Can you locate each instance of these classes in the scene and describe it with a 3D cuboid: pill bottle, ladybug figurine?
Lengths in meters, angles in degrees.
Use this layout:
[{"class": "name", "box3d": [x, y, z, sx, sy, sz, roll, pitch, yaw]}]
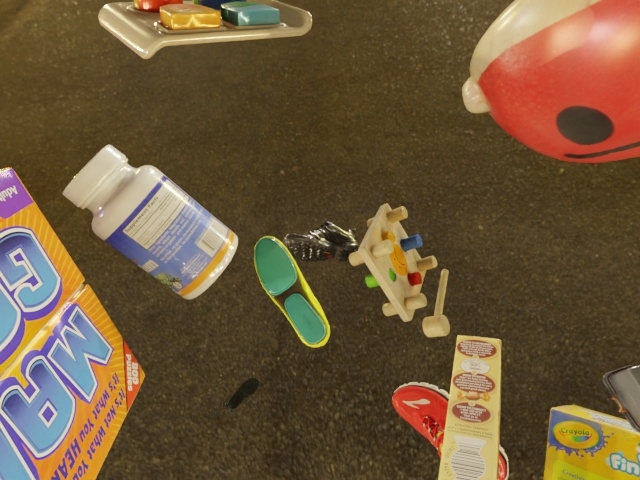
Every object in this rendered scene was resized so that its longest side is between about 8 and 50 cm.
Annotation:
[{"class": "pill bottle", "box3d": [-0.291, -0.032, 0.804, 0.152, 0.272, 0.152, -40, 23, 21]}, {"class": "ladybug figurine", "box3d": [0.364, -0.187, 0.422, 0.449, 0.305, 0.162, -15, 78, 25]}]

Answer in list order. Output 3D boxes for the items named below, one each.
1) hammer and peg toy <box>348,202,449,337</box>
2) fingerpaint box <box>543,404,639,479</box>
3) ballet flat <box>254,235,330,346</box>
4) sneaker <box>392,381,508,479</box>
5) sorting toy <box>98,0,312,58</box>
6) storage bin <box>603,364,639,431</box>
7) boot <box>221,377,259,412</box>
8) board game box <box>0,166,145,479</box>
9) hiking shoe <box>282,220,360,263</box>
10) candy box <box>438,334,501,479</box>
[{"class": "hammer and peg toy", "box3d": [0.240, 0.095, 1.314, 0.127, 0.361, 0.266, -22, 22, 34]}, {"class": "fingerpaint box", "box3d": [0.784, 0.642, 1.090, 0.444, 0.163, 0.371, 1, 81, 50]}, {"class": "ballet flat", "box3d": [-0.053, 0.098, 0.874, 0.077, 0.077, 0.231, -34, 76, 5]}, {"class": "sneaker", "box3d": [0.269, 0.409, 0.977, 0.279, 0.107, 0.118, 33, 19, 23]}, {"class": "sorting toy", "box3d": [-0.144, -0.277, 0.560, 0.208, 0.038, 0.193, -23, 44, -27]}, {"class": "storage bin", "box3d": [0.693, 0.333, 0.996, 0.098, 0.091, 0.135, -17, 58, -3]}, {"class": "boot", "box3d": [-0.242, 0.464, 1.384, 0.045, 0.099, 0.121, 46, 62, 3]}, {"class": "board game box", "box3d": [-0.488, 0.183, 0.505, 0.356, 0.357, 0.357, -18, 24, 7]}, {"class": "hiking shoe", "box3d": [0.000, 0.000, 1.293, 0.226, 0.086, 0.114, 7, 44, -19]}, {"class": "candy box", "box3d": [0.271, 0.347, 0.816, 0.087, 0.183, 0.316, 3, 36, 22]}]
